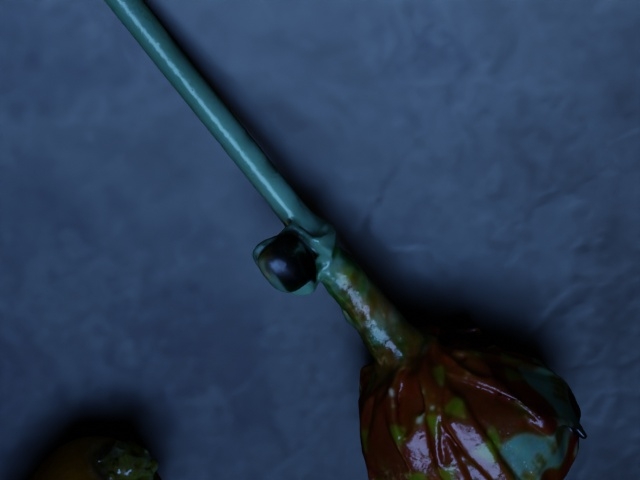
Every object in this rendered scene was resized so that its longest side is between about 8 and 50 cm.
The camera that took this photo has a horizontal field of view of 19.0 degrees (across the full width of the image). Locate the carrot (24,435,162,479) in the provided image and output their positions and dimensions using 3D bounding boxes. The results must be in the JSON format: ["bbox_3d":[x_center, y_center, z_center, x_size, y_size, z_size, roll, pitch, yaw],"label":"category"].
[{"bbox_3d":[-0.128,0.169,0.811,0.067,0.067,0.225,23,119,-14],"label":"carrot"}]

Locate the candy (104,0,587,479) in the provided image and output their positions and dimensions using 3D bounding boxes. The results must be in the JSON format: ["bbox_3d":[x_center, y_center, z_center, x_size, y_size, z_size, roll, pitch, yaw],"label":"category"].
[{"bbox_3d":[0.001,0.000,0.724,0.084,0.078,0.287,-31,108,19],"label":"candy"}]
